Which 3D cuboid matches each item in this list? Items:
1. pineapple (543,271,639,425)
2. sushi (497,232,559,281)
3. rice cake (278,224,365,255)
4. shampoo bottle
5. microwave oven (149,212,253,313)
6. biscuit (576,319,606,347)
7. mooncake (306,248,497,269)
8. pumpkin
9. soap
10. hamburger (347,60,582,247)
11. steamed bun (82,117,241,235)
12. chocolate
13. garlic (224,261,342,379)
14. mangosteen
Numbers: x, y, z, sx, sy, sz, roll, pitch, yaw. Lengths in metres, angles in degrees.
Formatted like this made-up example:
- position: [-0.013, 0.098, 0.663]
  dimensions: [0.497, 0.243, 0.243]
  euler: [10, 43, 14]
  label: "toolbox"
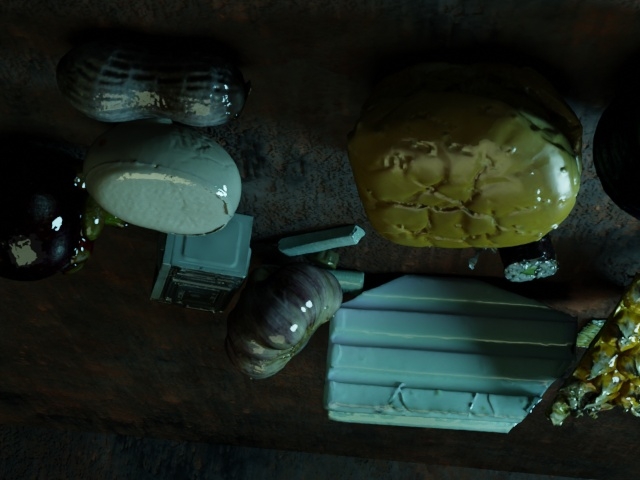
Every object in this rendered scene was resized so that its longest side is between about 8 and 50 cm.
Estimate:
- position: [0.530, 0.228, 2.067]
  dimensions: [0.209, 0.286, 0.344]
  euler: [32, 179, 14]
  label: "pineapple"
- position: [0.331, 0.019, 1.991]
  dimensions: [0.094, 0.084, 0.098]
  euler: [-14, 153, 6]
  label: "sushi"
- position: [0.001, 0.000, 2.124]
  dimensions: [0.170, 0.029, 0.033]
  euler: [-12, 146, 36]
  label: "rice cake"
- position: [-0.016, 0.070, 2.288]
  dimensions: [0.190, 0.041, 0.069]
  euler: [6, 161, 2]
  label: "shampoo bottle"
- position: [-0.206, 0.036, 2.141]
  dimensions: [0.162, 0.123, 0.208]
  euler: [11, 158, -10]
  label: "microwave oven"
- position: [0.578, 0.183, 2.444]
  dimensions: [0.144, 0.016, 0.203]
  euler: [6, 159, 0]
  label: "biscuit"
- position: [0.139, 0.025, 2.110]
  dimensions: [0.346, 0.057, 0.150]
  euler: [0, 170, 9]
  label: "mooncake"
- position: [0.453, -0.080, 1.498]
  dimensions: [0.247, 0.248, 0.248]
  euler: [5, 159, 2]
  label: "pumpkin"
- position: [0.237, 0.207, 2.265]
  dimensions: [0.446, 0.261, 0.156]
  euler: [2, 158, 8]
  label: "soap"
- position: [0.188, -0.095, 1.589]
  dimensions: [0.318, 0.158, 0.319]
  euler: [10, 146, 7]
  label: "hamburger"
- position: [-0.225, -0.100, 1.787]
  dimensions: [0.228, 0.131, 0.177]
  euler: [14, 147, -16]
  label: "steamed bun"
- position: [-0.213, -0.197, 1.577]
  dimensions: [0.248, 0.110, 0.110]
  euler: [4, 159, 4]
  label: "chocolate"
- position: [-0.078, 0.124, 2.174]
  dimensions: [0.160, 0.245, 0.245]
  euler: [45, 155, 2]
  label: "garlic"
- position: [-0.418, -0.039, 1.924]
  dimensions: [0.249, 0.211, 0.211]
  euler: [0, 161, -15]
  label: "mangosteen"
